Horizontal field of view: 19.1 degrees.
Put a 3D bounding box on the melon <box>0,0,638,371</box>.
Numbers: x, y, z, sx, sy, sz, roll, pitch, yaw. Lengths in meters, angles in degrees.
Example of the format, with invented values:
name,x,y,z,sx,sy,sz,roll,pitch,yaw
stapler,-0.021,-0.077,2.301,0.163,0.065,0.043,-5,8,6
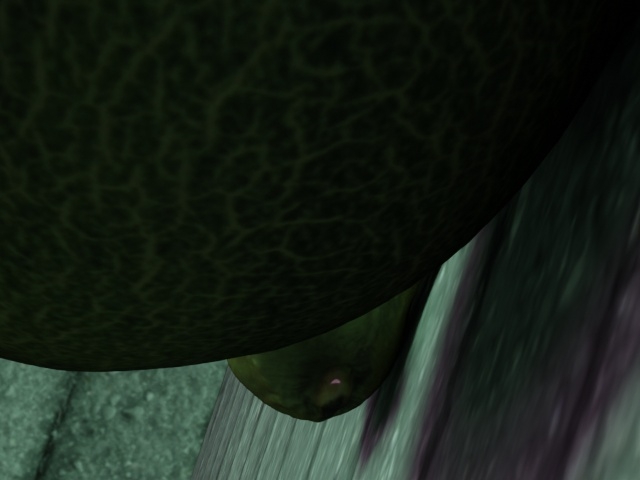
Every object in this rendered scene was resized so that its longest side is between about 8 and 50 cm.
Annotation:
name,x,y,z,sx,sy,sz,roll,pitch,yaw
melon,-0.036,-0.100,0.439,0.301,0.237,0.237,108,178,-48

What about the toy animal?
name,x,y,z,sx,sy,sz,roll,pitch,yaw
toy animal,0.000,0.000,0.717,0.218,0.103,0.101,-92,-4,-68
